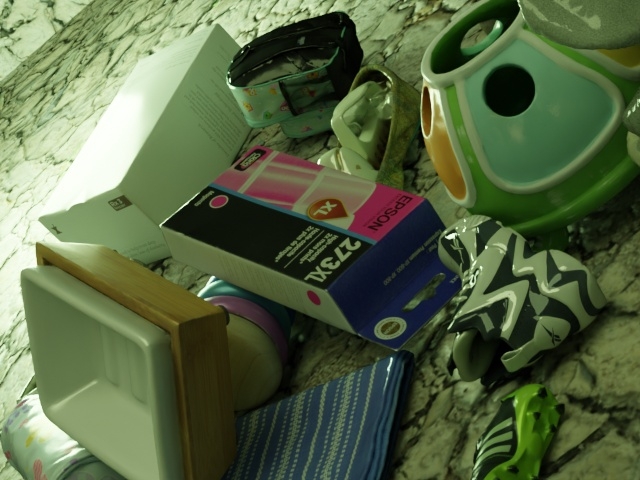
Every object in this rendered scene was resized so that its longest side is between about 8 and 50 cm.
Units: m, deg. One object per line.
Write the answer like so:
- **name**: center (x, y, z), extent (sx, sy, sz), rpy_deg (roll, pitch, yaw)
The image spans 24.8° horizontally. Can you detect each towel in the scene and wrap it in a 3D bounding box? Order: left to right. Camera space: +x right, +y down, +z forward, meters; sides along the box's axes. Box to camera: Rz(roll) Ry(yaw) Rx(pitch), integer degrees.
- **towel**: center (-0.051, 0.249, 1.555), extent (0.336, 0.040, 0.243), rpy_deg (-25, 31, 34)

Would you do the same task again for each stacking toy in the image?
- **stacking toy**: center (-0.075, 0.055, 1.795), extent (0.141, 0.141, 0.330), rpy_deg (-26, 24, 32)

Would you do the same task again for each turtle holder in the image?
- **turtle holder**: center (0.250, -0.150, 1.503), extent (0.320, 0.227, 0.243), rpy_deg (-24, 31, 35)

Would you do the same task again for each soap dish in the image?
- **soap dish**: center (-0.211, 0.137, 1.622), extent (0.118, 0.228, 0.291), rpy_deg (-22, 30, -34)

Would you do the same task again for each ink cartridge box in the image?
- **ink cartridge box**: center (0.000, 0.000, 1.662), extent (0.371, 0.069, 0.176), rpy_deg (22, 52, 40)

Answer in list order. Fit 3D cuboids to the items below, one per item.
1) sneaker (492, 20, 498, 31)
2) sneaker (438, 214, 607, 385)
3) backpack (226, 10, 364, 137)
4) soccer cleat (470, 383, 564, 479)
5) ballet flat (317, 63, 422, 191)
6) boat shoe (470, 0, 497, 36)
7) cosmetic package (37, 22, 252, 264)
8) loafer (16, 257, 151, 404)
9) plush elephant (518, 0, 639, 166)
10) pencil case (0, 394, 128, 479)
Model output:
- **sneaker**: center (0.326, -0.288, 1.687), extent (0.321, 0.126, 0.127), rpy_deg (-47, 23, -27)
- **sneaker**: center (0.158, 0.067, 1.456), extent (0.153, 0.094, 0.235), rpy_deg (-43, 38, -14)
- **backpack**: center (-0.036, -0.236, 2.117), extent (0.188, 0.144, 0.165), rpy_deg (-8, 39, 15)
- **soccer cleat**: center (0.163, 0.204, 1.306), extent (0.072, 0.060, 0.179), rpy_deg (-28, 22, 48)
- **ballet flat**: center (0.049, -0.099, 1.842), extent (0.123, 0.123, 0.348), rpy_deg (-24, 33, 35)
- **boat shoe**: center (0.304, -0.383, 1.920), extent (0.117, 0.097, 0.324), rpy_deg (-1, 49, 55)
- **cosmetic package**: center (-0.254, -0.142, 2.294), extent (0.217, 0.156, 0.385), rpy_deg (-16, 38, 44)
- **loafer**: center (-0.324, 0.135, 2.025), extent (0.112, 0.111, 0.319), rpy_deg (-23, 33, 36)
- **plush elephant**: center (0.307, -0.248, 1.304), extent (0.271, 0.255, 0.330), rpy_deg (-55, -5, -6)
- **pencil case**: center (-0.309, 0.278, 1.789), extent (0.113, 0.124, 0.273), rpy_deg (-33, 24, -16)
